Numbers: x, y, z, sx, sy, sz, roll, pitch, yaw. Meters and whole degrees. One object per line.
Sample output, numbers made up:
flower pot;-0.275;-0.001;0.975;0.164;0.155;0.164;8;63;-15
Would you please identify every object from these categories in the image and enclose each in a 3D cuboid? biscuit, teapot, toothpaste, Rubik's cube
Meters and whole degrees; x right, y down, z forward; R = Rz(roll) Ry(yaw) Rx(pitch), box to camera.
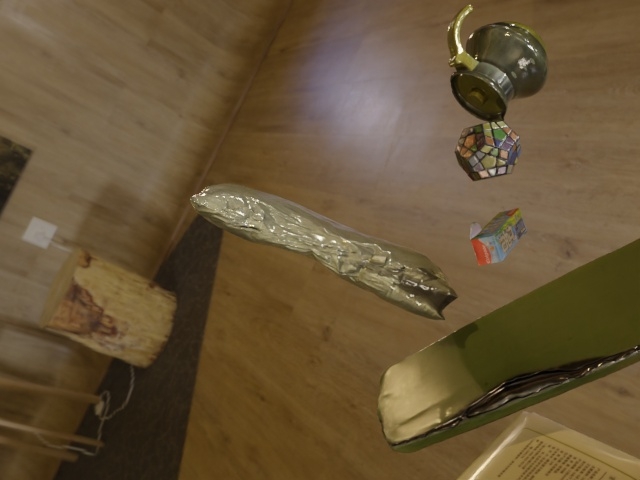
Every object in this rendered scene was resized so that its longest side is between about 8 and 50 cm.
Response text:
biscuit;0.177;0.084;0.463;0.323;0.038;0.099;-36;30;27
teapot;0.245;-0.256;0.837;0.119;0.166;0.130;-51;14;-10
toothpaste;0.324;-0.020;1.051;0.044;0.193;0.070;-14;99;34
Rubik's cube;0.283;-0.151;0.981;0.111;0.111;0.093;-7;96;53

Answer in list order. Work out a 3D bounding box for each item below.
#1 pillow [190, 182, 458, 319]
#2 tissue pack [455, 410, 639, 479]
pillow;0.000;0.000;0.518;0.148;0.230;0.050;-124;57;-88
tissue pack;0.169;0.276;0.476;0.234;0.125;0.159;-37;18;-20
